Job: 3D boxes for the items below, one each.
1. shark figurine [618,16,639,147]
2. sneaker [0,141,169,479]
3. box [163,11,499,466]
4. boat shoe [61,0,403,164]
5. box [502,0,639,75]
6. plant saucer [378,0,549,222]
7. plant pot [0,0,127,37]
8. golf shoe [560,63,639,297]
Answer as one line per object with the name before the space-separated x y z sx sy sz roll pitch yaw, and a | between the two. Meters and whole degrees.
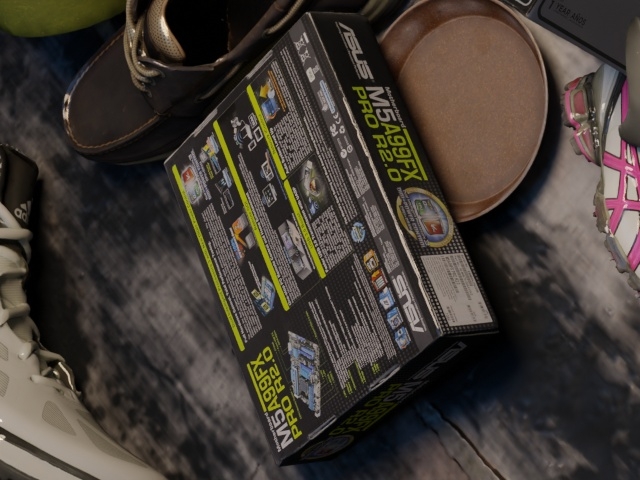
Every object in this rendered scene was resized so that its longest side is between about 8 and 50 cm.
shark figurine | 0.318 -0.082 1.167 0.278 0.116 0.166 -23 52 14
sneaker | -0.269 0.055 1.615 0.447 0.169 0.257 30 75 14
box | 0.000 0.000 1.440 0.216 0.060 0.270 -43 60 43
boat shoe | -0.094 -0.171 1.508 0.355 0.130 0.132 -33 67 34
box | 0.218 -0.255 1.203 0.087 0.169 0.290 40 104 36
plant saucer | 0.100 -0.095 1.407 0.168 0.029 0.168 -3 85 39
plant pot | -0.237 -0.320 1.542 0.275 0.275 0.293 11 128 40
golf shoe | 0.221 -0.039 1.276 0.086 0.067 0.186 -28 69 34
